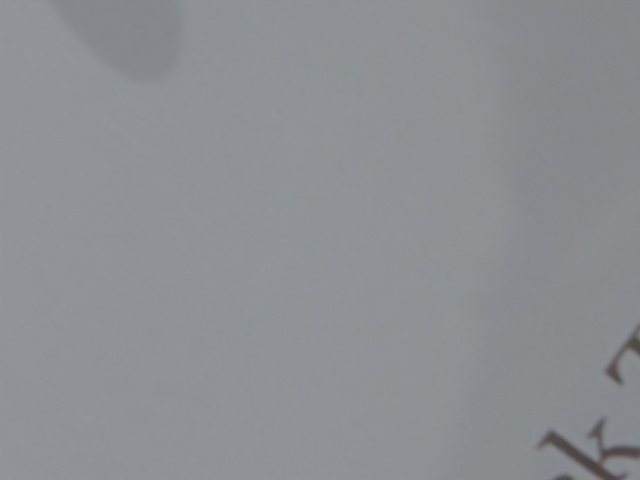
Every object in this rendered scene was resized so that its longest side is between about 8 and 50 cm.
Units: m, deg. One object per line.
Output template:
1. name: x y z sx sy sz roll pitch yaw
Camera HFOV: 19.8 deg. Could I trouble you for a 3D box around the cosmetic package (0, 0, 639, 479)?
1. cosmetic package: 0.000 0.000 0.497 0.329 0.394 0.327 -53 15 4
